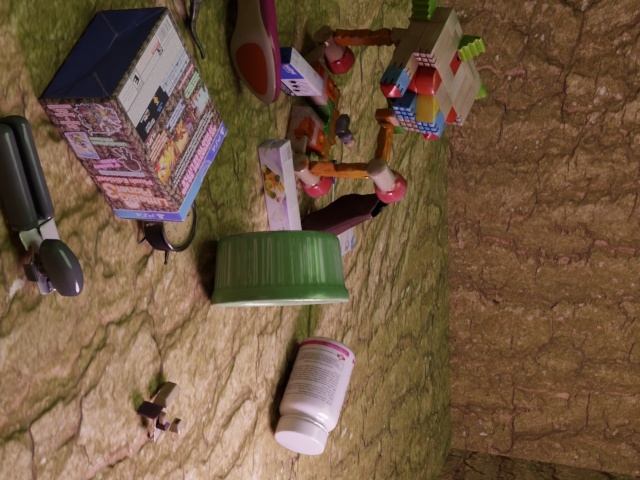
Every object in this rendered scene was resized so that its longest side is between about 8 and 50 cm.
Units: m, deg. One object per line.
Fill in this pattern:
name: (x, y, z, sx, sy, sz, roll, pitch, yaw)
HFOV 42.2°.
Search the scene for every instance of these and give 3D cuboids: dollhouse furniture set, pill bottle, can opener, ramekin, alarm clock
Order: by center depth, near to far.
can opener: (-0.418, -0.046, 1.249, 0.076, 0.095, 0.283, -52, 140, -56)
alarm clock: (-0.286, -0.056, 1.614, 0.192, 0.064, 0.129, -62, 148, -41)
dollhouse furniture set: (-0.297, 0.346, 1.644, 0.114, 0.091, 0.081, -58, 160, -55)
ramekin: (-0.090, 0.065, 1.820, 0.303, 0.303, 0.148, 13, 74, -68)
pill bottle: (-0.017, 0.413, 2.216, 0.160, 0.160, 0.283, 68, 33, -47)

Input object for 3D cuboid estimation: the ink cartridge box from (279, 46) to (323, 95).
ink cartridge box: (-0.074, -0.412, 2.035, 0.207, 0.097, 0.046, 31, 65, -66)

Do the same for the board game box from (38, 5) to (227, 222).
board game box: (-0.308, -0.213, 1.433, 0.291, 0.141, 0.232, 68, 34, -47)

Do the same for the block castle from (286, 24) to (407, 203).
block castle: (0.102, -0.334, 2.211, 0.213, 0.303, 0.453, 40, 57, -64)

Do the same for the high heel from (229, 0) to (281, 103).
high heel: (-0.122, -0.505, 1.852, 0.181, 0.127, 0.377, -40, 127, -47)

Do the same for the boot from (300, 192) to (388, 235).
boot: (0.053, -0.055, 2.219, 0.248, 0.207, 0.090, -47, 115, -41)

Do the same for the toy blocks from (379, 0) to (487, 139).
toy blocks: (0.279, -0.386, 2.075, 0.261, 0.190, 0.381, -63, 145, -17)

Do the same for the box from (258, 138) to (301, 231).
box: (-0.096, -0.092, 2.075, 0.067, 0.063, 0.324, -48, 136, -55)

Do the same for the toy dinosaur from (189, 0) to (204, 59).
toy dinosaur: (-0.243, -0.504, 1.646, 0.268, 0.064, 0.118, 98, -8, -48)

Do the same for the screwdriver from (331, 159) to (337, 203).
screwdriver: (0.041, -0.154, 2.453, 0.024, 0.025, 0.170, -27, 117, -65)

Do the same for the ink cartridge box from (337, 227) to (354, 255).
ink cartridge box: (0.056, -0.005, 2.475, 0.122, 0.052, 0.088, -33, 124, -62)
